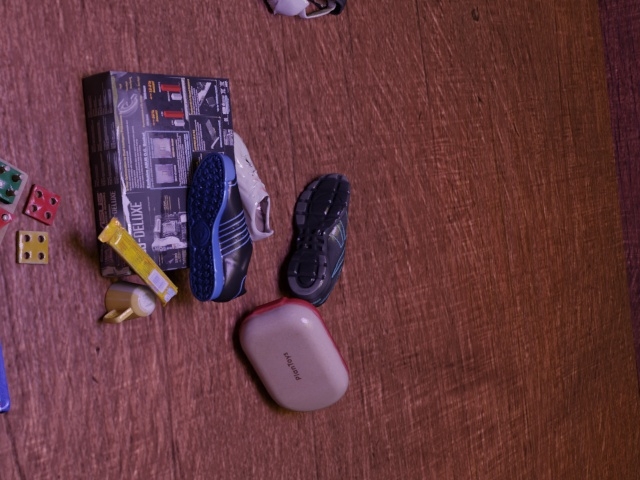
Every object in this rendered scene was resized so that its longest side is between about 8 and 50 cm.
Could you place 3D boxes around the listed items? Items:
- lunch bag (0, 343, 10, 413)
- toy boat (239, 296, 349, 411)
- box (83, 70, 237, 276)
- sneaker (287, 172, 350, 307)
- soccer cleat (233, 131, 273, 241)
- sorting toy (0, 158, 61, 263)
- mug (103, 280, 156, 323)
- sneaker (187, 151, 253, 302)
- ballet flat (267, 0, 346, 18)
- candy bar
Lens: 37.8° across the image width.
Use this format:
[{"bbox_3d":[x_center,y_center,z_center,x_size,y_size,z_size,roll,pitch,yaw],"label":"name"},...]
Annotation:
[{"bbox_3d":[-0.506,0.070,1.104,0.221,0.138,0.293,5,73,-45],"label":"lunch bag"},{"bbox_3d":[-0.039,0.188,1.659,0.151,0.151,0.231,-80,147,-61],"label":"toy boat"},{"bbox_3d":[-0.240,-0.105,1.473,0.242,0.077,0.307,-8,93,-49],"label":"box"},{"bbox_3d":[0.000,0.000,1.750,0.106,0.101,0.267,59,43,-58],"label":"sneaker"},{"bbox_3d":[-0.124,-0.095,1.606,0.068,0.076,0.196,-23,104,-48],"label":"soccer cleat"},{"bbox_3d":[-0.453,-0.058,1.248,0.274,0.046,0.132,36,61,-42],"label":"sorting toy"},{"bbox_3d":[-0.285,0.099,1.417,0.062,0.064,0.078,35,62,-43],"label":"mug"},{"bbox_3d":[-0.150,-0.019,1.456,0.090,0.081,0.232,1,96,-52],"label":"sneaker"},{"bbox_3d":[-0.038,-0.461,1.727,0.280,0.095,0.096,-8,105,-49],"label":"ballet flat"},{"bbox_3d":[-0.263,0.035,1.366,0.161,0.018,0.040,54,55,-33],"label":"candy bar"}]
